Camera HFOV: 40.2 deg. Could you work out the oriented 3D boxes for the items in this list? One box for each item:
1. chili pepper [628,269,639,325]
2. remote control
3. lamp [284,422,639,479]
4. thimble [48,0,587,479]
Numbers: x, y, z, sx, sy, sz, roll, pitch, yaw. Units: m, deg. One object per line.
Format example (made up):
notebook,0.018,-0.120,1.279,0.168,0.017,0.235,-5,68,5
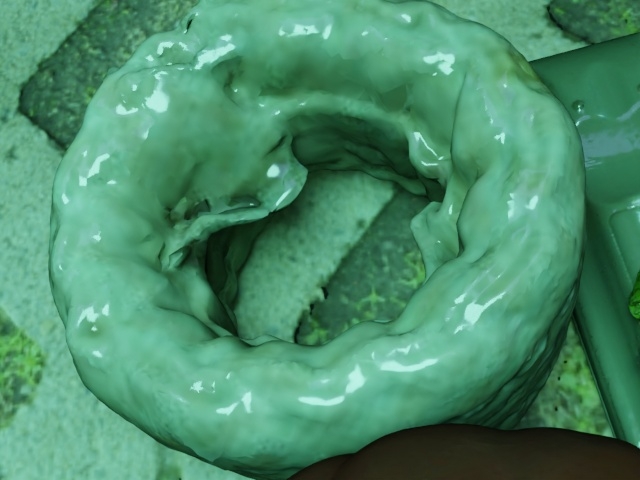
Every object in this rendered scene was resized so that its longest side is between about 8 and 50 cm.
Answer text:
chili pepper,0.209,0.015,0.504,0.091,0.034,0.030,-42,98,-10
remote control,0.216,0.013,0.553,0.128,0.065,0.335,-16,63,6
lamp,0.079,0.217,0.362,0.303,0.303,0.257,1,29,11
thimble,0.000,0.000,0.520,0.291,0.195,0.291,-5,66,12
